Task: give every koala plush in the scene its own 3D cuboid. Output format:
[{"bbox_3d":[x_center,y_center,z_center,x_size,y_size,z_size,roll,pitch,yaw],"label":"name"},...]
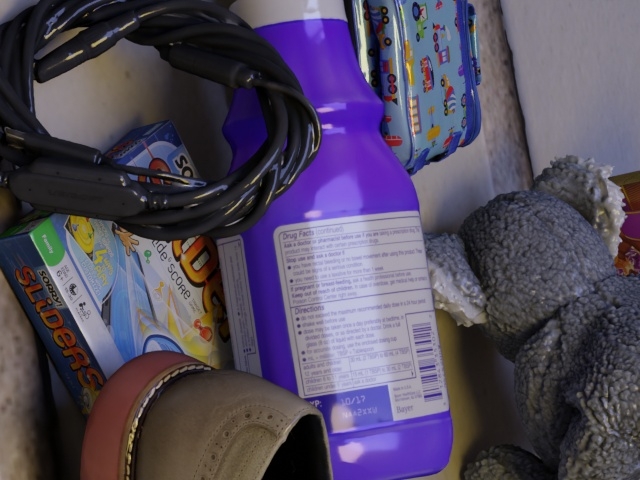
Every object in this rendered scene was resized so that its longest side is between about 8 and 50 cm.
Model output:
[{"bbox_3d":[0.168,0.055,1.273,0.196,0.203,0.221,-26,72,-20],"label":"koala plush"}]

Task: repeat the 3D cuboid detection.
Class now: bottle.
[{"bbox_3d":[0.000,0.000,1.087,0.118,0.092,0.282,-7,85,-33],"label":"bottle"}]

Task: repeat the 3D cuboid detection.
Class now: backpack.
[{"bbox_3d":[0.042,-0.119,1.207,0.173,0.117,0.158,-23,112,-57],"label":"backpack"}]

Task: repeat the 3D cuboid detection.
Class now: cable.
[{"bbox_3d":[-0.090,-0.070,1.028,0.047,0.185,0.150,97,-1,-53],"label":"cable"}]

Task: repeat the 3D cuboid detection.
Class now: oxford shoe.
[{"bbox_3d":[-0.036,0.233,0.989,0.123,0.130,0.348,-27,115,-44],"label":"oxford shoe"}]

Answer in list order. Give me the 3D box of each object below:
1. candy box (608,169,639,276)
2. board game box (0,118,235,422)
[{"bbox_3d":[0.258,0.001,1.388,0.053,0.187,0.109,-26,101,-50],"label":"candy box"},{"bbox_3d":[-0.088,0.052,1.076,0.136,0.035,0.201,-46,116,-46],"label":"board game box"}]
